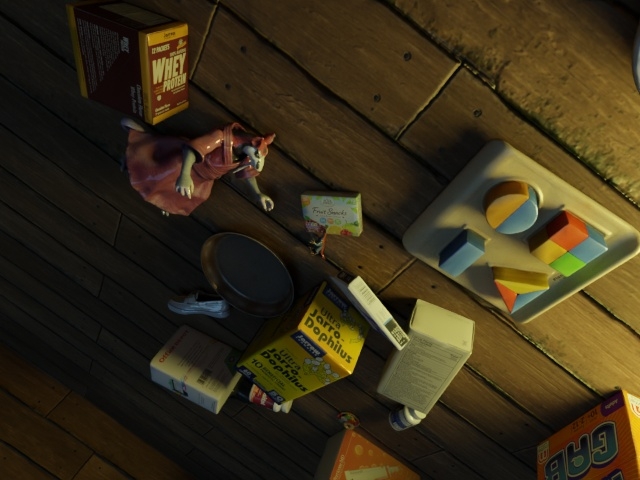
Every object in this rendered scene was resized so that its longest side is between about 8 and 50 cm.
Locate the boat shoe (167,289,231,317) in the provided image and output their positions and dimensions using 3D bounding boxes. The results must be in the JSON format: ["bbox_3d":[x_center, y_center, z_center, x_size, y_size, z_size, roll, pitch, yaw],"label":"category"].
[{"bbox_3d":[-0.407,0.201,1.380,0.227,0.083,0.075,4,114,9],"label":"boat shoe"}]

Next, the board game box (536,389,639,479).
[{"bbox_3d":[0.777,0.653,0.952,0.357,0.356,0.356,25,131,7],"label":"board game box"}]

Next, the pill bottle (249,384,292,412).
[{"bbox_3d":[-0.184,0.590,1.545,0.152,0.086,0.086,15,129,14],"label":"pill bottle"}]

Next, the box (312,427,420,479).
[{"bbox_3d":[0.168,0.902,1.523,0.345,0.215,0.168,34,131,-2],"label":"box"}]

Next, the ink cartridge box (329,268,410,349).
[{"bbox_3d":[0.119,0.165,1.052,0.206,0.045,0.208,50,173,-9],"label":"ink cartridge box"}]

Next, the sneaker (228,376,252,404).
[{"bbox_3d":[-0.393,0.578,1.609,0.287,0.130,0.109,27,129,4],"label":"sneaker"}]

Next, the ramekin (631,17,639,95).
[{"bbox_3d":[0.554,-0.278,0.520,0.273,0.127,0.272,13,129,17],"label":"ramekin"}]

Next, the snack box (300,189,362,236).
[{"bbox_3d":[0.028,-0.066,0.984,0.141,0.037,0.100,5,118,22],"label":"snack box"}]

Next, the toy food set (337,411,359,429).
[{"bbox_3d":[0.102,0.658,1.502,0.082,0.020,0.083,43,131,-8],"label":"toy food set"}]

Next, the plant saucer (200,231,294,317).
[{"bbox_3d":[-0.210,0.097,1.213,0.311,0.050,0.310,13,127,18],"label":"plant saucer"}]

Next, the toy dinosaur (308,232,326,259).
[{"bbox_3d":[0.000,0.000,1.065,0.090,0.047,0.082,22,130,-36],"label":"toy dinosaur"}]

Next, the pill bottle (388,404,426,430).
[{"bbox_3d":[0.279,0.559,1.312,0.067,0.067,0.120,38,131,-4],"label":"pill bottle"}]

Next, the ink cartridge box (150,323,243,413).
[{"bbox_3d":[-0.440,0.462,1.495,0.278,0.201,0.117,24,131,8],"label":"ink cartridge box"}]

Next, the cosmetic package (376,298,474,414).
[{"bbox_3d":[0.275,0.321,1.109,0.160,0.113,0.309,23,130,9],"label":"cosmetic package"}]

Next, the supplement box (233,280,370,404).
[{"bbox_3d":[-0.058,0.309,1.204,0.194,0.195,0.356,43,130,-9],"label":"supplement box"}]

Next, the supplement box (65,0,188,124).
[{"bbox_3d":[-0.409,-0.391,0.896,0.194,0.129,0.191,23,131,9],"label":"supplement box"}]

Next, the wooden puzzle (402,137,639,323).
[{"bbox_3d":[0.388,0.012,0.846,0.348,0.080,0.322,35,132,-1],"label":"wooden puzzle"}]

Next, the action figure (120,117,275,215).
[{"bbox_3d":[-0.266,-0.196,0.983,0.371,0.248,0.275,-19,72,21],"label":"action figure"}]
